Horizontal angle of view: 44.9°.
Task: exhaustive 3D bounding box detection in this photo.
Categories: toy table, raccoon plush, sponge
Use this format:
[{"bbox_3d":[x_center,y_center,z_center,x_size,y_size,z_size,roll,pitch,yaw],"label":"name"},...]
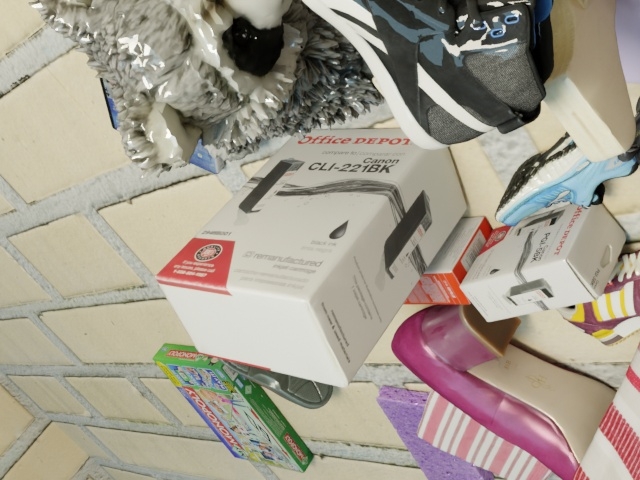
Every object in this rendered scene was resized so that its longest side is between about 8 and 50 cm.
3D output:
[{"bbox_3d":[0.156,-0.192,0.535,0.274,0.161,0.252,41,145,-4],"label":"toy table"},{"bbox_3d":[-0.097,-0.115,0.688,0.216,0.299,0.446,45,147,12],"label":"raccoon plush"},{"bbox_3d":[0.181,0.312,1.219,0.117,0.031,0.210,-4,128,43],"label":"sponge"}]

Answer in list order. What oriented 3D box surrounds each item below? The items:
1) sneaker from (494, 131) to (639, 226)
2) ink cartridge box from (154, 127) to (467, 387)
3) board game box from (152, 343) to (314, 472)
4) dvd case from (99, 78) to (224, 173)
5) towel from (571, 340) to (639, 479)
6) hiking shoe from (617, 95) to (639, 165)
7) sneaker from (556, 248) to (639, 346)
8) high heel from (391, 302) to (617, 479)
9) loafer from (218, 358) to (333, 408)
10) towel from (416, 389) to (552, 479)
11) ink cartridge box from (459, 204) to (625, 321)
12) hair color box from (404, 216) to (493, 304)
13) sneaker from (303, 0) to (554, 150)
[{"bbox_3d":[0.228,-0.048,0.728,0.073,0.063,0.162,38,146,-7],"label":"sneaker"},{"bbox_3d":[0.000,0.000,0.800,0.197,0.273,0.114,5,131,37],"label":"ink cartridge box"},{"bbox_3d":[-0.173,0.334,1.544,0.213,0.046,0.317,-4,129,43],"label":"board game box"},{"bbox_3d":[-0.207,-0.207,0.956,0.180,0.022,0.253,25,144,19],"label":"dvd case"},{"bbox_3d":[0.301,0.240,0.736,0.037,0.237,0.329,16,109,-3],"label":"towel"},{"bbox_3d":[0.341,-0.041,0.587,0.227,0.114,0.086,24,144,17],"label":"hiking shoe"},{"bbox_3d":[0.297,0.041,0.764,0.084,0.069,0.185,30,144,4],"label":"sneaker"},{"bbox_3d":[0.259,0.218,0.971,0.377,0.127,0.181,49,147,-1],"label":"high heel"},{"bbox_3d":[-0.106,0.198,1.287,0.267,0.096,0.084,36,152,-3],"label":"loafer"},{"bbox_3d":[0.240,0.276,1.101,0.197,0.029,0.144,22,137,12],"label":"towel"},{"bbox_3d":[0.222,0.021,0.779,0.056,0.099,0.135,49,143,-15],"label":"ink cartridge box"},{"bbox_3d":[0.110,0.026,0.889,0.167,0.093,0.053,-3,129,44],"label":"hair color box"},{"bbox_3d":[0.066,-0.155,0.459,0.121,0.079,0.217,-12,130,44],"label":"sneaker"}]
